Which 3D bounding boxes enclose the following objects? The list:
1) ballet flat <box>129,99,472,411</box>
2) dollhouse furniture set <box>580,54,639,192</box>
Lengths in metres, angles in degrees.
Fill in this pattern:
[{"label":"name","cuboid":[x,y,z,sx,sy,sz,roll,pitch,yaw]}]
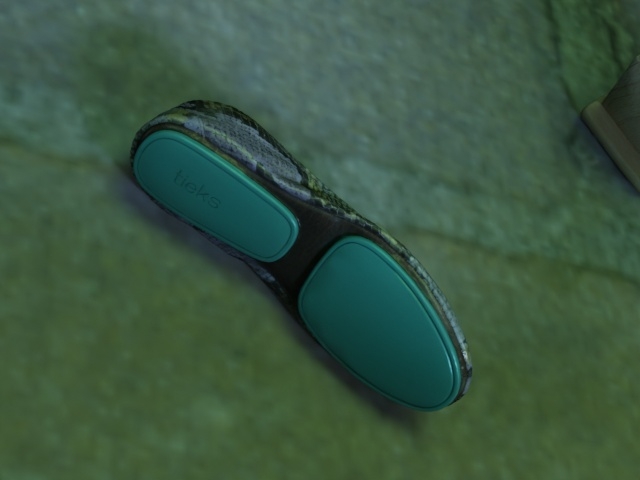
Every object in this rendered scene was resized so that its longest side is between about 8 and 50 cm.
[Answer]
[{"label":"ballet flat","cuboid":[0.000,0.000,0.408,0.114,0.041,0.041,40,47,-3]},{"label":"dollhouse furniture set","cuboid":[0.206,-0.008,0.529,0.161,0.101,0.182,-30,77,-17]}]
